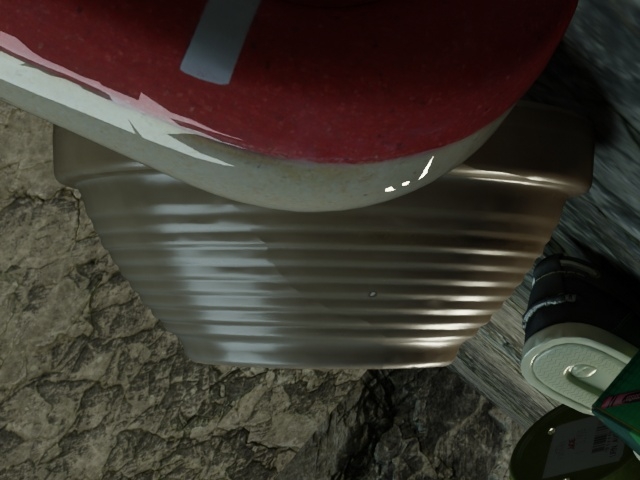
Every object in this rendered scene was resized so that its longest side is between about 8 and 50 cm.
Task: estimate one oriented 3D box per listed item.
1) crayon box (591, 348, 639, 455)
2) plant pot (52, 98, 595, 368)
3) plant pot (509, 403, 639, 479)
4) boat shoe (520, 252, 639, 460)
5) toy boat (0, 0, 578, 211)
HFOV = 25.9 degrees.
[{"bbox_3d":[0.265,0.134,0.690,0.165,0.081,0.278,41,177,-12],"label":"crayon box"},{"bbox_3d":[0.000,0.000,0.619,0.237,0.110,0.237,2,179,0],"label":"plant pot"},{"bbox_3d":[0.291,0.282,1.213,0.293,0.275,0.275,59,171,-19],"label":"plant pot"},{"bbox_3d":[0.217,0.088,0.899,0.233,0.084,0.079,35,-142,-31],"label":"boat shoe"},{"bbox_3d":[-0.031,-0.115,0.379,0.231,0.151,0.151,23,-137,-7],"label":"toy boat"}]
